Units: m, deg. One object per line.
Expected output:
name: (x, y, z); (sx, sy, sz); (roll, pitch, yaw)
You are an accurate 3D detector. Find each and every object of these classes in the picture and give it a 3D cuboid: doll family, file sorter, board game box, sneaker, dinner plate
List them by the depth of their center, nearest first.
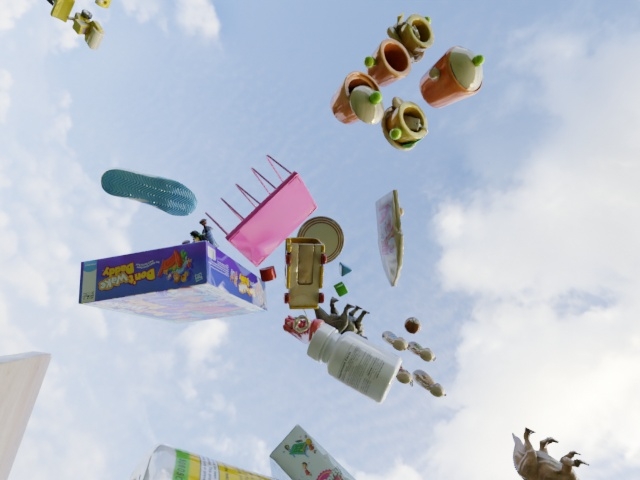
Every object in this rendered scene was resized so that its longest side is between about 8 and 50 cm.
board game box: (-0.273, 0.104, 0.844); (0.233, 0.347, 0.078); (-9, -108, 7)
board game box: (0.027, 0.580, 0.905); (0.303, 0.097, 0.224); (35, -35, 24)
sneaker: (-0.417, -0.127, 1.002); (0.092, 0.229, 0.087); (28, -83, 55)
dinner plate: (0.000, 0.000, 1.161); (0.141, 0.017, 0.141); (-2, -100, 14)
doll family: (-0.384, 0.003, 1.304); (0.076, 0.193, 0.111); (-25, -72, 2)
sneaker: (-0.065, 0.287, 1.313); (0.128, 0.087, 0.221); (24, -29, 5)
file sorter: (-0.196, -0.104, 1.326); (0.290, 0.202, 0.182); (-45, -122, -7)

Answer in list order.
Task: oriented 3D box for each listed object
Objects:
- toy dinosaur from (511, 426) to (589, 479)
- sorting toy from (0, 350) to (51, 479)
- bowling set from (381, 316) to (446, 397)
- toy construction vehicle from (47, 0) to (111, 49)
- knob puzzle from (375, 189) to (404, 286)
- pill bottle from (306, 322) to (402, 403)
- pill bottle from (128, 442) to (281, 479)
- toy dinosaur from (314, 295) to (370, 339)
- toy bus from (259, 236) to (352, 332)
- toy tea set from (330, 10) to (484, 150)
toy dinosaur: (0.628, 0.659, 1.127); (0.296, 0.127, 0.200); (19, -96, 56)
sorting toy: (-0.423, 0.252, 0.440); (0.089, 0.255, 0.257); (15, -106, -15)
bowling set: (0.256, 0.332, 1.224); (0.287, 0.154, 0.199); (19, -92, -11)
toy construction vehicle: (-0.271, -0.270, 0.442); (0.086, 0.035, 0.098); (-37, -94, 32)
knob puzzle: (0.156, 0.000, 0.864); (0.030, 0.213, 0.213); (-4, -81, -5)
pill bottle: (0.086, 0.317, 1.072); (0.229, 0.131, 0.131); (25, -72, 19)
pill bottle: (-0.048, 0.270, 0.325); (0.246, 0.136, 0.136); (27, -68, -16)
toy dinosaur: (0.078, 0.298, 1.440); (0.121, 0.314, 0.160); (18, -95, 58)
toy bus: (-0.044, 0.087, 1.011); (0.202, 0.104, 0.191); (-42, -74, 1)
toy tea set: (0.168, -0.283, 0.705); (0.200, 0.336, 0.124); (47, -30, -14)
